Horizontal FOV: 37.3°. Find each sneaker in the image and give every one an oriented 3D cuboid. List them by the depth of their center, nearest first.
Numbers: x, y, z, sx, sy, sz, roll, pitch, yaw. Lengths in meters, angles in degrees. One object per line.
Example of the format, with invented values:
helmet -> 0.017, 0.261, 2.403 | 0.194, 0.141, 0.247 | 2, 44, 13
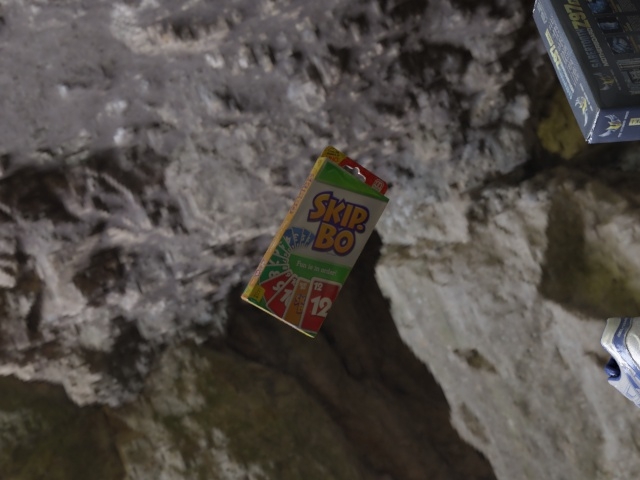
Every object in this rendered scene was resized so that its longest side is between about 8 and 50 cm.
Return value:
sneaker -> 0.492, 0.202, 1.395 | 0.131, 0.296, 0.112 | 10, -127, 35

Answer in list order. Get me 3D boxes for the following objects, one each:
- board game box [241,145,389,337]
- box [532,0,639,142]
board game box -> 0.000, 0.000, 1.390 | 0.259, 0.124, 0.039 | -62, -156, -9
box -> 0.367, -0.218, 1.101 | 0.183, 0.233, 0.059 | -5, 141, -7
